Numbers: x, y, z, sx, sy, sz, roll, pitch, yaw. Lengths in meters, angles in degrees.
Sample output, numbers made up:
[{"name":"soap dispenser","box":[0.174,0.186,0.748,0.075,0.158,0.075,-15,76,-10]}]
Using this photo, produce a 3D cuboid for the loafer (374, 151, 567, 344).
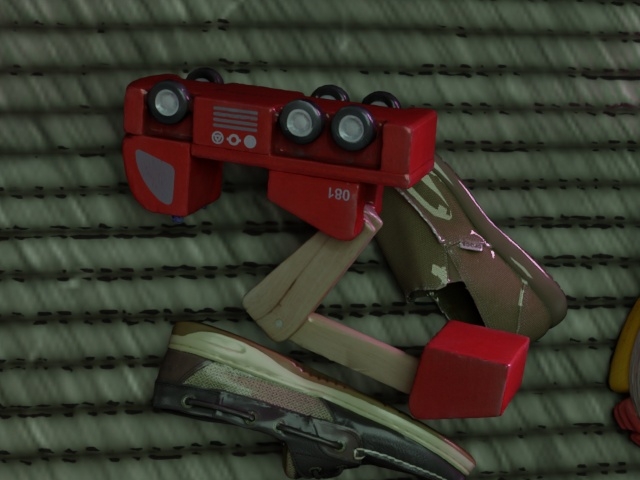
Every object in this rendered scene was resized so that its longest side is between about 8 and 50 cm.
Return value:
[{"name":"loafer","box":[0.052,0.001,0.757,0.148,0.056,0.050,41,69,-4]}]

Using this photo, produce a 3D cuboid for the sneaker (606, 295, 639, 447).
[{"name":"sneaker","box":[0.215,-0.002,0.777,0.088,0.093,0.225,20,77,-10]}]

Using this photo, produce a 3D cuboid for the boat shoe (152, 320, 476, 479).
[{"name":"boat shoe","box":[-0.005,0.086,0.736,0.152,0.056,0.049,24,82,1]}]

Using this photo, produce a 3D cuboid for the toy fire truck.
[{"name":"toy fire truck","box":[0.000,0.000,0.722,0.192,0.047,0.135,9,106,17]}]
